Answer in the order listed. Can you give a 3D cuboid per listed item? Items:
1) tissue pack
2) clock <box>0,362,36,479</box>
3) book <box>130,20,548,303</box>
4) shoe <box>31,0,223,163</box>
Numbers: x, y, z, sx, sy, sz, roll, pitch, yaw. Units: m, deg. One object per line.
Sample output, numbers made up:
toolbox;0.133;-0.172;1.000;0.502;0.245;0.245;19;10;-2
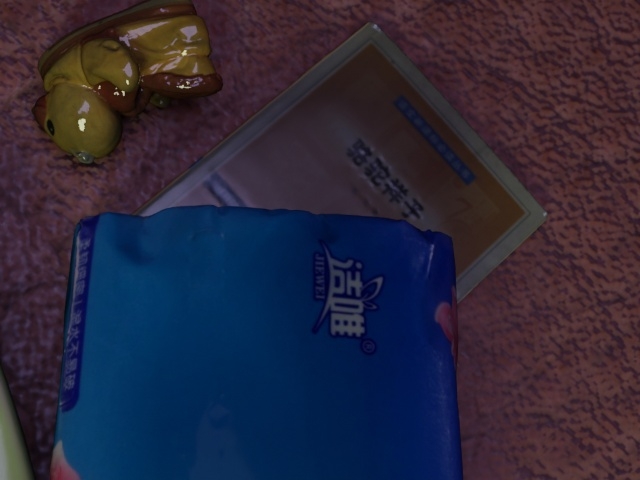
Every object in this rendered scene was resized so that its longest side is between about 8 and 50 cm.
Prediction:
tissue pack;-0.025;0.124;0.573;0.209;0.137;0.269;5;60;-8
clock;-0.270;0.081;0.599;0.235;0.096;0.307;-10;80;-13
book;0.000;0.000;0.714;0.242;0.018;0.170;-42;89;-17
shoe;-0.111;-0.094;0.683;0.109;0.072;0.069;-27;79;-16
